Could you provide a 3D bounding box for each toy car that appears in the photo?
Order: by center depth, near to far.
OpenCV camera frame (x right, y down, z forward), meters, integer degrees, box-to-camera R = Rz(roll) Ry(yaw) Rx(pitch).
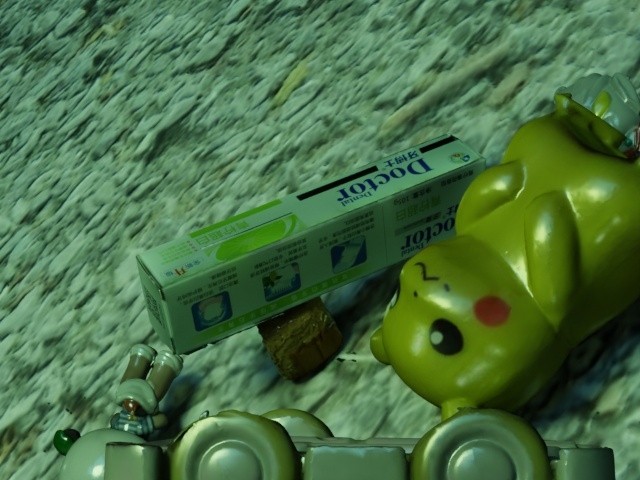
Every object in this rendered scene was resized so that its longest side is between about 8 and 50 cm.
[{"bbox_3d":[0.033,0.228,0.854,0.336,0.242,0.226,-2,82,8],"label":"toy car"}]

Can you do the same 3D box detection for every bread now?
[{"bbox_3d":[-0.024,0.081,1.184,0.070,0.083,0.077,-29,43,0],"label":"bread"}]

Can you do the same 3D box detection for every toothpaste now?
[{"bbox_3d":[0.000,0.000,1.142,0.336,0.081,0.067,-22,39,-21],"label":"toothpaste"}]

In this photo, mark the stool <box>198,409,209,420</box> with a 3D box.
[{"bbox_3d":[-0.070,0.252,1.046,0.121,0.125,0.217,-1,73,9],"label":"stool"}]

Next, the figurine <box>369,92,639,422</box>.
[{"bbox_3d":[0.159,0.036,1.042,0.327,0.169,0.218,-43,36,0],"label":"figurine"}]

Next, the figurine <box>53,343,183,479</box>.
[{"bbox_3d":[-0.187,0.198,1.195,0.147,0.093,0.197,12,52,14],"label":"figurine"}]

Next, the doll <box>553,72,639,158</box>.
[{"bbox_3d":[0.276,-0.102,1.152,0.180,0.079,0.094,44,117,41],"label":"doll"}]
